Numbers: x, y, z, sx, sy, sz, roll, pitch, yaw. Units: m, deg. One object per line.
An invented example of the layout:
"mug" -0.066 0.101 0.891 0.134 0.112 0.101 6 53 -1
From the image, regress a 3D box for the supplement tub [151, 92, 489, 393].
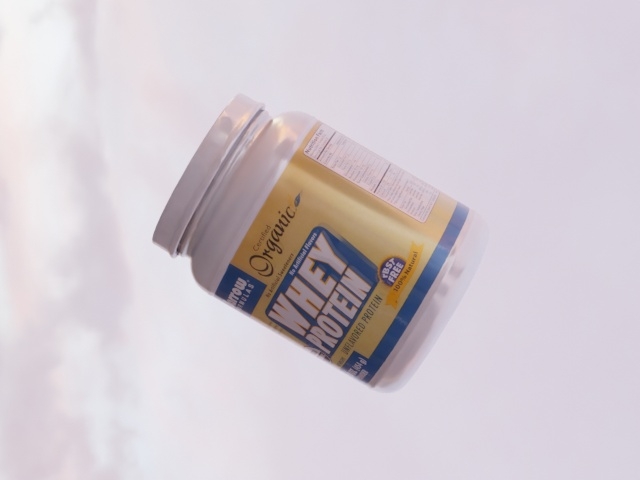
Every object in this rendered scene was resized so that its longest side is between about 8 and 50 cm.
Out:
"supplement tub" 0.000 0.000 1.049 0.144 0.200 0.144 -60 180 -1
